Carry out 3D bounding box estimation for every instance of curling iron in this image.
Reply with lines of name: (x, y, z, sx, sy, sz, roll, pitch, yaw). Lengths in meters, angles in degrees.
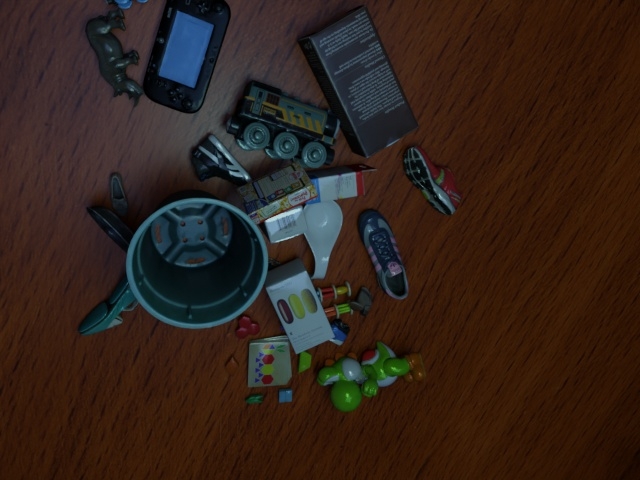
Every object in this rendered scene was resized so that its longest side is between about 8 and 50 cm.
curling iron: (-0.125, 0.175, 1.748, 0.068, 0.035, 0.274, -24, 112, -8)

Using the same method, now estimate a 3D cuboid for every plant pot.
plant pot: (-0.340, 0.016, 1.473, 0.341, 0.334, 0.341, -5, 107, -15)

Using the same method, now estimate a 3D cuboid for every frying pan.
frying pan: (-0.526, 0.023, 1.504, 0.053, 0.197, 0.326, -47, 116, -21)

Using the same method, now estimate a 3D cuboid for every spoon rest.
spoon rest: (0.000, 0.000, 1.706, 0.137, 0.084, 0.276, -2, 108, -16)

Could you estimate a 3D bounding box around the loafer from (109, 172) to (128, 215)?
loafer: (-0.572, -0.127, 1.518, 0.045, 0.039, 0.125, -10, 109, -14)

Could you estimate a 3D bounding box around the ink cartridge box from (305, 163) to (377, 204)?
ink cartridge box: (0.046, -0.175, 1.637, 0.231, 0.134, 0.078, -10, 108, -13)

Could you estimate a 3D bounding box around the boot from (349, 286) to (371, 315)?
boot: (0.136, 0.197, 1.804, 0.118, 0.042, 0.087, 47, 49, -50)

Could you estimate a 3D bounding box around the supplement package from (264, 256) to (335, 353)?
supplement package: (-0.070, 0.200, 1.674, 0.139, 0.134, 0.244, -24, 110, -3)

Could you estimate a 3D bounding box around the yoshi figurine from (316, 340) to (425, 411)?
yoshi figurine: (0.172, 0.493, 1.856, 0.362, 0.203, 0.203, -5, 115, -12)

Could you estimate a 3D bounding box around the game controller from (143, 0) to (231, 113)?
game controller: (-0.360, -0.511, 1.448, 0.167, 0.067, 0.319, 17, 101, -21)

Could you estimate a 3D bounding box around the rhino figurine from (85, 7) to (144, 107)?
rhino figurine: (-0.530, -0.468, 1.407, 0.106, 0.073, 0.243, -15, 113, -1)

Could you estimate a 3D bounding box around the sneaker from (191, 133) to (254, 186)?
sneaker: (-0.286, -0.191, 1.570, 0.121, 0.079, 0.217, -41, 105, 2)

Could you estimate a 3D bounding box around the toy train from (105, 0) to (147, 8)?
toy train: (-0.469, -0.662, 1.364, 0.184, 0.080, 0.105, -23, 106, -8)

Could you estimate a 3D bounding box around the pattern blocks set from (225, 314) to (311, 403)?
pattern blocks set: (-0.173, 0.404, 1.806, 0.286, 0.026, 0.324, 8, 107, -16)

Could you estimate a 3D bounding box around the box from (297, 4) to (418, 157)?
box: (0.113, -0.456, 1.570, 0.191, 0.143, 0.381, -31, 111, -6)

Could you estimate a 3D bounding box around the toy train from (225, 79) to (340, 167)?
toy train: (-0.099, -0.327, 1.552, 0.334, 0.142, 0.190, 15, 93, -21)

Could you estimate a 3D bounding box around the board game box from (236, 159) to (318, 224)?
board game box: (-0.121, -0.132, 1.466, 0.194, 0.146, 0.045, -25, 130, -3)

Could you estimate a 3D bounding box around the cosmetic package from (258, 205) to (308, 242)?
cosmetic package: (-0.125, -0.076, 1.564, 0.117, 0.231, 0.085, -18, 111, -10)

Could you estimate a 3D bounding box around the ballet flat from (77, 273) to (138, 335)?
ballet flat: (-0.604, 0.203, 1.592, 0.247, 0.083, 0.087, -47, 127, 3)

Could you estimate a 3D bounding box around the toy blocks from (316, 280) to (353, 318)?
toy blocks: (0.028, 0.207, 1.794, 0.148, 0.054, 0.123, -11, 109, -13)

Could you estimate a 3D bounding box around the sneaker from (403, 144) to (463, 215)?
sneaker: (0.372, -0.210, 1.760, 0.118, 0.107, 0.279, -49, 118, -18)

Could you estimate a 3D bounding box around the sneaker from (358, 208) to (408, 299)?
sneaker: (0.220, 0.049, 1.761, 0.112, 0.131, 0.319, -27, 112, -7)

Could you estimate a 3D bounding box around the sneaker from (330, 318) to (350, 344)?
sneaker: (0.033, 0.293, 1.818, 0.152, 0.058, 0.084, 26, 103, -26)
